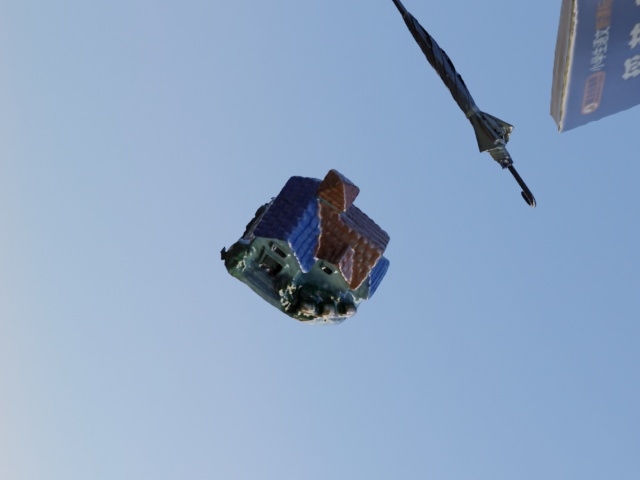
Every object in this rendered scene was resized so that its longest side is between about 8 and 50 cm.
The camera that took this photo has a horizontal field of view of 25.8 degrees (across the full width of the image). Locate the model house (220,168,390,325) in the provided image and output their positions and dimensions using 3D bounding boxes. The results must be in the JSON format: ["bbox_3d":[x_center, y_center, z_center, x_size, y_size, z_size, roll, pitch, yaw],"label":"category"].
[{"bbox_3d":[0.000,0.000,1.365,0.148,0.119,0.149,37,-26,0],"label":"model house"}]

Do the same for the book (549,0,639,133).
[{"bbox_3d":[0.430,-0.263,1.361,0.300,0.427,0.039,78,-10,-62],"label":"book"}]

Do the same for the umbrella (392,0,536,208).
[{"bbox_3d":[0.152,-0.148,1.445,0.269,0.044,0.044,57,-4,1],"label":"umbrella"}]
